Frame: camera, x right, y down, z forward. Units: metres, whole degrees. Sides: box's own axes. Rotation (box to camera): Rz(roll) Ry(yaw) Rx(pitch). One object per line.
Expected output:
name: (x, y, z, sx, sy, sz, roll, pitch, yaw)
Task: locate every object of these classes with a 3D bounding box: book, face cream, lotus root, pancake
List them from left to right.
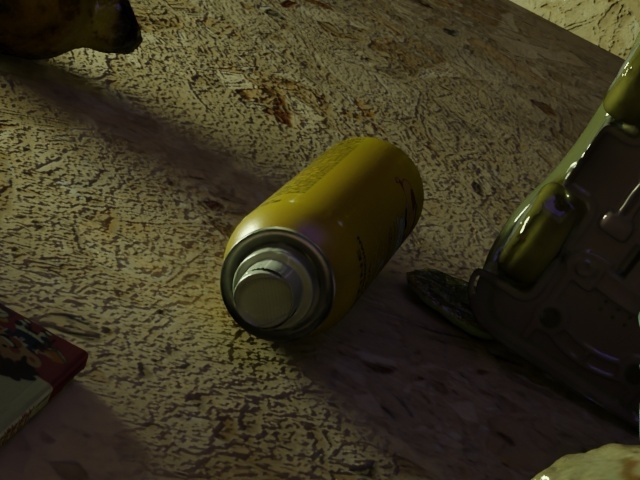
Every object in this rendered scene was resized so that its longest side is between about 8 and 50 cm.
book: (-0.241, 0.066, 1.025, 0.162, 0.022, 0.232, 27, 18, 5)
lotus root: (-0.303, -0.250, 1.616, 0.314, 0.141, 0.169, 33, 20, -8)
face cream: (0.000, 0.000, 1.393, 0.105, 0.105, 0.348, 28, 18, 6)
pancake: (0.122, 0.053, 1.548, 0.108, 0.017, 0.108, 28, 18, -10)

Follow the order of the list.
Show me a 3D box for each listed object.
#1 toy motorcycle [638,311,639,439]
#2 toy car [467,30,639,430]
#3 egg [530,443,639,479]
toy motorcycle: (0.301, 0.187, 1.258, 0.182, 0.241, 0.319, -13, 22, 11)
toy car: (0.305, -0.033, 1.500, 0.242, 0.336, 0.226, 32, 19, 2)
egg: (0.187, 0.211, 0.943, 0.233, 0.195, 0.195, 47, 25, 21)
